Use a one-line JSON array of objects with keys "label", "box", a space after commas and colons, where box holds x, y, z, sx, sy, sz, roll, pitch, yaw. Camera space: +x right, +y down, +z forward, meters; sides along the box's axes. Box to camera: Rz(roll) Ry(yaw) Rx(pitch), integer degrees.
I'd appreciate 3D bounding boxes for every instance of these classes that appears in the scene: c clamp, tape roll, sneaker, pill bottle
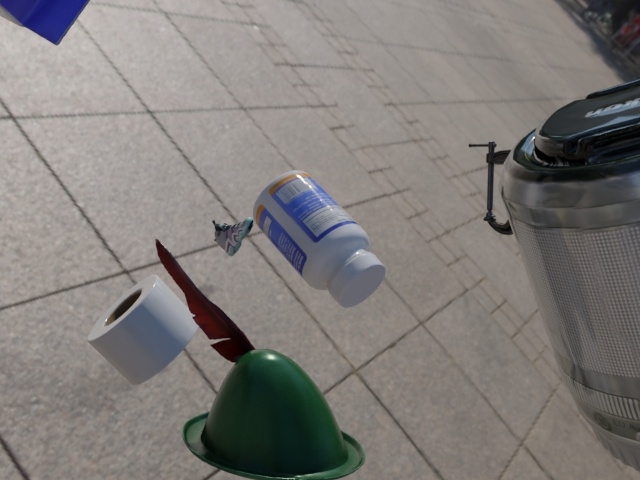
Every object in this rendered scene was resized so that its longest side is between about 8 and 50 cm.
[{"label": "c clamp", "box": [0.294, -0.088, 1.248, 0.022, 0.137, 0.161, -2, 90, -24]}, {"label": "tape roll", "box": [-0.463, 0.233, 1.974, 0.169, 0.246, 0.246, 49, 26, -17]}, {"label": "sneaker", "box": [-0.169, -0.021, 1.384, 0.069, 0.098, 0.038, 38, 35, 3]}, {"label": "pill bottle", "box": [0.000, 0.000, 1.472, 0.152, 0.152, 0.272, 0, 40, -52]}]

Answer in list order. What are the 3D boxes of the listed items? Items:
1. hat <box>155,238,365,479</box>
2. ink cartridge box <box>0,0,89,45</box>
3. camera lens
[{"label": "hat", "box": [-0.041, 0.111, 0.719, 0.208, 0.184, 0.173, 6, 7, -38]}, {"label": "ink cartridge box", "box": [-0.291, -0.327, 0.763, 0.208, 0.206, 0.045, 29, -8, 18]}, {"label": "camera lens", "box": [0.278, 0.018, 0.595, 0.274, 0.219, 0.219, 67, 23, -17]}]
